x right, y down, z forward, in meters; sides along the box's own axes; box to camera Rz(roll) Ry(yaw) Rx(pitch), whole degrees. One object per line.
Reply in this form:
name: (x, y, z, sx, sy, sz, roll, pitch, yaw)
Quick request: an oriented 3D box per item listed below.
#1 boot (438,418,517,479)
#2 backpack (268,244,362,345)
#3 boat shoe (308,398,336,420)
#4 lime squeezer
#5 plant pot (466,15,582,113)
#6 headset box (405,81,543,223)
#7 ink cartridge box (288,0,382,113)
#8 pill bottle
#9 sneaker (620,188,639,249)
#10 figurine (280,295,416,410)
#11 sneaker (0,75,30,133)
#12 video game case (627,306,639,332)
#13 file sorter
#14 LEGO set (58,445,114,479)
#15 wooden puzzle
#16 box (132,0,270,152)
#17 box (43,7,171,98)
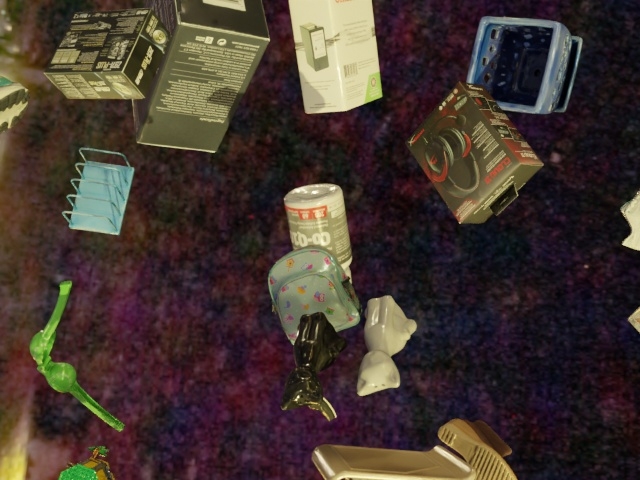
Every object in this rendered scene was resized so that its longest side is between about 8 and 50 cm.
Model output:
boot: (0.419, 0.516, 1.957, 0.248, 0.207, 0.090, 40, 109, 37)
backpack: (-0.020, 0.106, 1.637, 0.144, 0.166, 0.188, -13, -100, -80)
boat shoe: (-0.015, 0.354, 1.795, 0.042, 0.133, 0.049, -45, 21, -22)
lime squeezer: (-0.430, 0.206, 1.388, 0.059, 0.110, 0.310, -112, 10, -63)
plant pot: (0.550, -0.458, 2.156, 0.236, 0.212, 0.235, 19, 105, 39)
headset box: (0.368, -0.196, 1.926, 0.218, 0.110, 0.293, -48, 60, 35)
ink cartridge box: (0.040, -0.450, 1.888, 0.115, 0.198, 0.272, 2, 109, 32)
pill bottle: (0.000, 0.000, 2.223, 0.161, 0.161, 0.283, -140, 38, -64)
sneaker: (0.727, -0.083, 1.828, 0.080, 0.094, 0.212, -15, -70, -74)
figurine: (0.046, 0.197, 1.348, 0.209, 0.215, 0.092, -69, -40, -60)
sneaker: (-0.593, -0.196, 1.281, 0.275, 0.110, 0.107, -44, -16, -50)
video game case: (0.609, 0.171, 1.394, 0.157, 0.019, 0.143, 52, 170, 19)
file sorter: (-0.513, -0.116, 1.869, 0.104, 0.118, 0.170, 97, -178, -71)
LEGO set: (-0.291, 0.469, 1.173, 0.192, 0.255, 0.331, 77, -156, -84)
wooden puzzle: (0.115, 0.384, 1.364, 0.221, 0.239, 0.044, 156, 115, -81)
box: (-0.301, -0.451, 1.910, 0.395, 0.212, 0.293, 125, 141, -48)
box: (-0.383, -0.337, 1.466, 0.180, 0.077, 0.147, 4, 63, 25)
